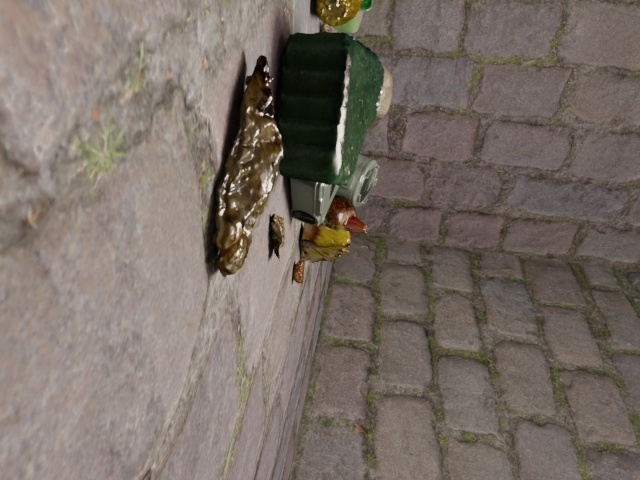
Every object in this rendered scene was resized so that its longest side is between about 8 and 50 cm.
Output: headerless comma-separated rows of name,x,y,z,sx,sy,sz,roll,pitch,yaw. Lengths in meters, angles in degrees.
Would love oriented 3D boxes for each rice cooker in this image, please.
rice cooker,0.114,-0.281,2.055,0.241,0.227,0.280,-29,142,-63

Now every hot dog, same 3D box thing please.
hot dog,-0.073,0.105,1.583,0.058,0.035,0.083,-65,162,-73

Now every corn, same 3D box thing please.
corn,0.053,-0.690,1.361,0.363,0.121,0.120,-71,167,-60

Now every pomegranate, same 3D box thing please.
pomegranate,0.083,-0.075,1.923,0.214,0.248,0.214,-29,128,-44

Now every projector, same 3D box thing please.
projector,-0.005,-0.169,1.307,0.256,0.099,0.191,96,17,-68

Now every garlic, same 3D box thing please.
garlic,0.137,-0.548,1.819,0.317,0.260,0.317,-56,-173,10

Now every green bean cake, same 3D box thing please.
green bean cake,0.019,-0.285,1.065,0.300,0.169,0.307,-20,119,-69

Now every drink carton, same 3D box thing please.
drink carton,0.098,-0.811,1.621,0.142,0.146,0.143,108,-8,-71

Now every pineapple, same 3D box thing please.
pineapple,0.000,0.000,1.668,0.237,0.186,0.114,-18,-122,46

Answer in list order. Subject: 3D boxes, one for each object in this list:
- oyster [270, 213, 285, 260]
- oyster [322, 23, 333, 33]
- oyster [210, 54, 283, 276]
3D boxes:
oyster,-0.102,-0.014,1.122,0.086,0.029,0.132,-86,178,-66
oyster,0.021,-0.613,1.509,0.146,0.045,0.121,-98,-169,-81
oyster,-0.108,-0.113,0.715,0.129,0.079,0.344,26,74,-76
